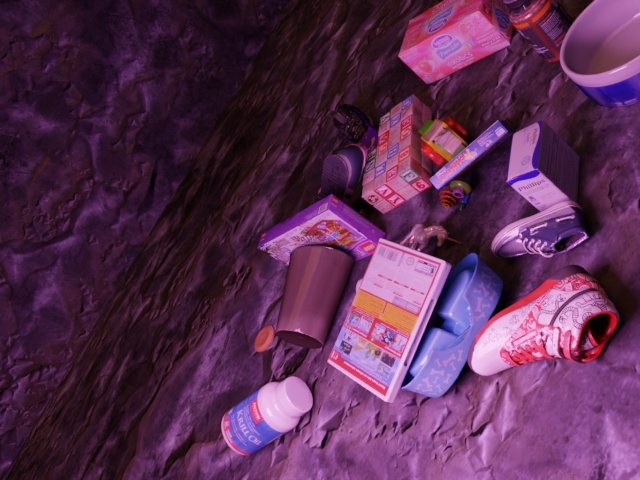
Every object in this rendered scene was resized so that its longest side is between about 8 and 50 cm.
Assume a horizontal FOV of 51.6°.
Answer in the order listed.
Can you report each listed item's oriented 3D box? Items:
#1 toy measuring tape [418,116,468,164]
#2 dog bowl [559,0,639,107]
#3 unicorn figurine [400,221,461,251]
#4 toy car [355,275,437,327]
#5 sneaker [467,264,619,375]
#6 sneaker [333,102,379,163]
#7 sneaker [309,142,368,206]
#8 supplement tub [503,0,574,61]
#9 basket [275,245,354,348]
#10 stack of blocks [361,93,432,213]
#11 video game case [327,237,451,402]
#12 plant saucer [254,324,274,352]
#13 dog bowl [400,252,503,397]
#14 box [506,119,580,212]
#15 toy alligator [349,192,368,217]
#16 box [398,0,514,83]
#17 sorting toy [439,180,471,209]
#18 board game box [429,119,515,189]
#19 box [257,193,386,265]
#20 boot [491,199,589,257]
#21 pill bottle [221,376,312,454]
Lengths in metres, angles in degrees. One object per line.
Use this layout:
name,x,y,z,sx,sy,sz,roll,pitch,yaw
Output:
toy measuring tape,0.313,-0.226,1.582,0.121,0.121,0.330,-49,13,11
dog bowl,0.627,-0.403,1.332,0.265,0.104,0.265,-37,33,29
unicorn figurine,0.239,-0.003,1.546,0.111,0.060,0.162,-50,29,12
toy car,0.181,0.124,1.444,0.182,0.159,0.136,-26,3,43
sneaker,0.374,0.170,1.123,0.270,0.090,0.145,-44,28,15
sneaker,0.103,-0.337,2.021,0.102,0.146,0.293,-47,29,16
sneaker,0.061,-0.144,1.872,0.131,0.112,0.319,-38,-16,-34
supplement tub,0.509,-0.512,1.529,0.106,0.198,0.106,-36,34,30
basket,-0.026,0.150,1.705,0.204,0.154,0.227,-16,50,51
stack of blocks,0.213,-0.239,1.809,0.171,0.087,0.297,-31,37,38
video game case,0.131,0.150,1.315,0.204,0.025,0.285,22,89,54
plant saucer,-0.164,0.283,1.911,0.083,0.013,0.083,-37,34,30
dog bowl,0.252,0.170,1.277,0.297,0.074,0.166,-59,4,-6
box,0.440,-0.140,1.301,0.072,0.137,0.126,-22,43,47
toy alligator,0.098,-0.078,1.852,0.056,0.051,0.190,-32,36,36
box,0.383,-0.584,1.859,0.300,0.142,0.154,-16,48,50
sorting toy,0.313,-0.099,1.536,0.042,0.061,0.102,-67,7,-19
board game box,0.353,-0.198,1.529,0.201,0.035,0.136,-41,-8,23
box,0.000,0.000,1.763,0.293,0.201,0.057,-26,41,42
boot,0.414,0.000,1.263,0.190,0.069,0.086,-35,32,30
pill bottle,-0.126,0.417,1.592,0.221,0.124,0.124,-40,32,28
